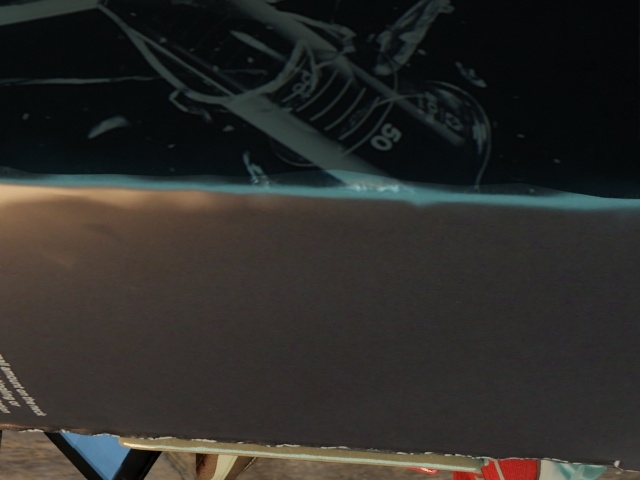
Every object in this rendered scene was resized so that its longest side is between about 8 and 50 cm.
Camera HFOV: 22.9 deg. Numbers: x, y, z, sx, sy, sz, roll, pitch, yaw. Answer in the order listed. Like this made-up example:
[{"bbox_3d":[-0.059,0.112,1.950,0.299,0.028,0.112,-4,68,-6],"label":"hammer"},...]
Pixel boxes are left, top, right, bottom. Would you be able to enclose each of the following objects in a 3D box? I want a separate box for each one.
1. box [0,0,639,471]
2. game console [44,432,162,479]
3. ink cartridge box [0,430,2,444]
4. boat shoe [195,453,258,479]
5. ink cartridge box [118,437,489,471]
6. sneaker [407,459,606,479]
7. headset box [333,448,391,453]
[{"bbox_3d":[-0.021,-0.115,0.547,0.312,0.343,0.179,2,149,6],"label":"box"},{"bbox_3d":[-0.243,0.083,1.089,0.250,0.173,0.293,-6,155,-23],"label":"game console"},{"bbox_3d":[-0.339,0.180,1.249,0.160,0.219,0.093,14,108,-14],"label":"ink cartridge box"},{"bbox_3d":[-0.036,0.123,1.217,0.095,0.095,0.257,6,150,-12],"label":"boat shoe"},{"bbox_3d":[0.000,0.000,0.844,0.193,0.235,0.088,4,173,5],"label":"ink cartridge box"},{"bbox_3d":[0.064,0.077,0.962,0.118,0.279,0.107,-46,125,6],"label":"sneaker"},{"bbox_3d":[-0.052,-0.057,0.745,0.218,0.293,0.110,4,179,6],"label":"headset box"}]
